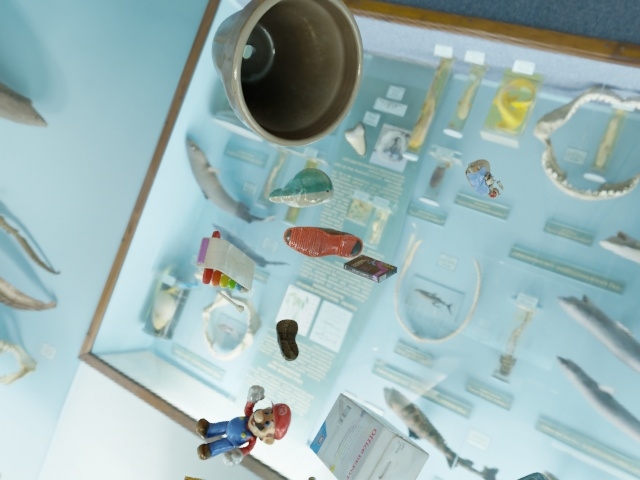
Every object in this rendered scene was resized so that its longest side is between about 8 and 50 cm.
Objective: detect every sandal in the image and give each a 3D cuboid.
[{"bbox_3d":[-0.123,0.375,1.900,0.090,0.060,0.219,6,-147,-16],"label":"sandal"}]

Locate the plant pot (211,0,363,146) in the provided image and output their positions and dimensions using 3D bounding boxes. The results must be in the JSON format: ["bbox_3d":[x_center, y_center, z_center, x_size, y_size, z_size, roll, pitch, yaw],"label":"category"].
[{"bbox_3d":[-0.090,-0.330,0.931,0.263,0.263,0.229,20,-167,-44],"label":"plant pot"}]

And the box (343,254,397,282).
[{"bbox_3d":[0.181,0.100,1.850,0.162,0.029,0.116,18,-152,37],"label":"box"}]

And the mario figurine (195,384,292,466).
[{"bbox_3d":[-0.250,0.592,1.639,0.320,0.198,0.170,-18,178,3],"label":"mario figurine"}]

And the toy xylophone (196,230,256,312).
[{"bbox_3d":[-0.339,0.122,1.875,0.081,0.236,0.323,-3,147,23],"label":"toy xylophone"}]

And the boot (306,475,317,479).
[{"bbox_3d":[-0.076,0.736,1.261,0.207,0.248,0.090,-17,149,7],"label":"boot"}]

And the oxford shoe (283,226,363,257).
[{"bbox_3d":[0.000,0.000,1.666,0.271,0.097,0.098,11,-165,-22],"label":"oxford shoe"}]

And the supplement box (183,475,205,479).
[{"bbox_3d":[-0.370,0.726,1.463,0.055,0.083,0.043,4,153,8],"label":"supplement box"}]

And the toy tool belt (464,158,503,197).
[{"bbox_3d":[0.300,-0.107,0.941,0.083,0.052,0.051,55,-143,-10],"label":"toy tool belt"}]

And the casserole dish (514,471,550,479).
[{"bbox_3d":[0.582,0.716,1.456,0.188,0.037,0.114,-23,175,1],"label":"casserole dish"}]

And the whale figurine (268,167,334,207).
[{"bbox_3d":[-0.077,-0.199,1.926,0.272,0.141,0.216,2,-169,42],"label":"whale figurine"}]

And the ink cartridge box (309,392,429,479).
[{"bbox_3d":[0.119,0.535,1.298,0.168,0.171,0.232,36,171,-23],"label":"ink cartridge box"}]
